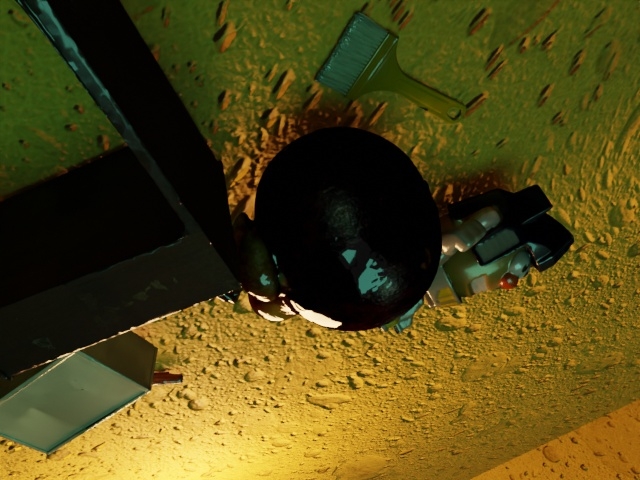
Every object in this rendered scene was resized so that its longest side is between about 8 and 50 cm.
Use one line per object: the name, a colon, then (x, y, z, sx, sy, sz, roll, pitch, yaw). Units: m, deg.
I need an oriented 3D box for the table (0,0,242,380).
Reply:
table: (-0.244, -0.065, 0.430, 0.250, 0.196, 0.282, -22, 136, 4)

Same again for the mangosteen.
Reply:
mangosteen: (0.000, 0.000, 0.554, 0.265, 0.228, 0.228, -23, 139, -8)

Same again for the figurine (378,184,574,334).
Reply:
figurine: (0.196, 0.024, 0.720, 0.308, 0.143, 0.308, -31, 177, -2)

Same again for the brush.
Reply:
brush: (0.096, -0.175, 0.572, 0.205, 0.011, 0.083, 16, 127, -34)

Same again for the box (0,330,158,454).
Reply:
box: (-0.367, 0.206, 0.731, 0.225, 0.086, 0.129, -33, 126, 16)

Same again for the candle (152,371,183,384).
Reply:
candle: (-0.317, 0.233, 0.842, 0.167, 0.026, 0.021, 3, 111, -20)
